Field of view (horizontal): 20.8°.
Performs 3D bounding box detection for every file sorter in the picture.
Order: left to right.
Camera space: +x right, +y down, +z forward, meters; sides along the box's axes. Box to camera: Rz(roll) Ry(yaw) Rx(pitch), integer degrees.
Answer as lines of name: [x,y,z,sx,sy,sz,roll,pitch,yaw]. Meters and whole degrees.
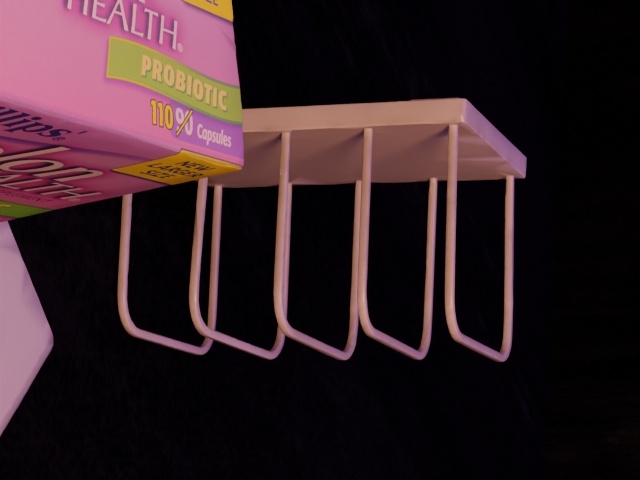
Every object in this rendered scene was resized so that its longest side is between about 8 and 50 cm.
file sorter: [0.000,0.000,1.349,0.193,0.278,0.173,29,62,-67]

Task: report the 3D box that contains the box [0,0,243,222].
box: [-0.194,-0.080,0.789,0.213,0.243,0.117,14,67,-60]

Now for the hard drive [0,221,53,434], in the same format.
hard drive: [-0.248,0.073,0.965,0.307,0.040,0.203,-67,146,-53]
